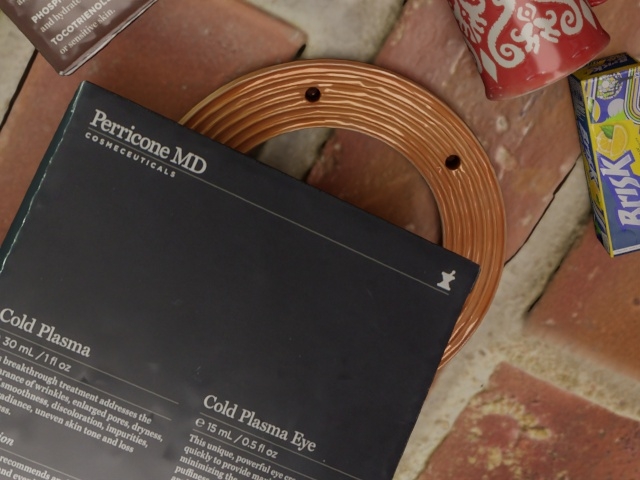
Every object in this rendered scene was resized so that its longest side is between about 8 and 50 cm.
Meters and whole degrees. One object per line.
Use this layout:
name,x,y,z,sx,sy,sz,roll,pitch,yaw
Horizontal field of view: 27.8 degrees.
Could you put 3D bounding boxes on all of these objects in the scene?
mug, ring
mug,0.158,-0.223,1.068,0.113,0.150,0.169,-16,111,42
ring,0.000,0.000,1.166,0.336,0.032,0.337,-1,112,-3

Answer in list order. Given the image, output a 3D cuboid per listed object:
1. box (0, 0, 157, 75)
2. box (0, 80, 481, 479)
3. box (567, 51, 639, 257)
box,-0.191,-0.266,0.978,0.167,0.168,0.203,-37,108,11
box,-0.102,0.093,1.028,0.343,0.179,0.313,25,84,-13
box,0.264,-0.075,1.141,0.059,0.054,0.169,-14,112,2
